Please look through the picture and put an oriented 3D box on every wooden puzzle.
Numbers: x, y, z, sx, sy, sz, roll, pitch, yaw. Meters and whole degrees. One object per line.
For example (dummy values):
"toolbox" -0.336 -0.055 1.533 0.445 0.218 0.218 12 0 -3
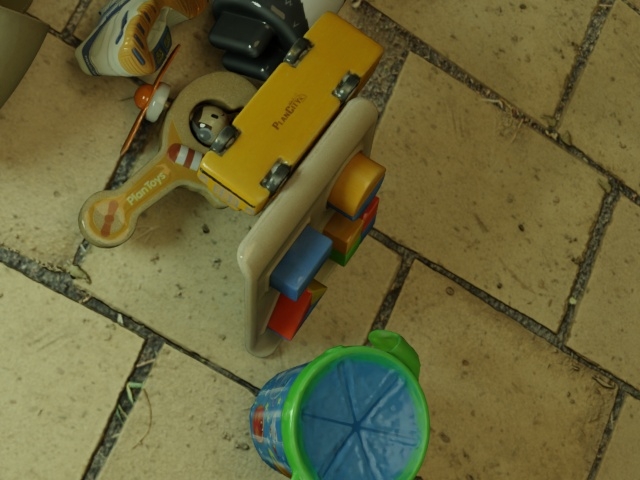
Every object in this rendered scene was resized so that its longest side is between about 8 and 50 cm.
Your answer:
"wooden puzzle" 0.000 0.000 1.847 0.080 0.348 0.322 30 67 15

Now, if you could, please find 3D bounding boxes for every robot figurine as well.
"robot figurine" -0.055 -0.380 1.933 0.173 0.209 0.278 35 70 -6

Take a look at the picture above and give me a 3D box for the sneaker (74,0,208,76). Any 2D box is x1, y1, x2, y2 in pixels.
"sneaker" -0.266 -0.350 1.860 0.296 0.131 0.112 -61 137 -43

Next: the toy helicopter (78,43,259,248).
"toy helicopter" -0.224 -0.128 1.841 0.355 0.140 0.235 -42 99 -25

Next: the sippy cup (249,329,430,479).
"sippy cup" 0.009 0.275 1.866 0.305 0.224 0.240 -11 90 -28

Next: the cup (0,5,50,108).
"cup" -0.545 -0.223 1.606 0.331 0.331 0.237 18 94 -25

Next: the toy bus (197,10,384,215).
"toy bus" -0.043 -0.176 1.774 0.108 0.130 0.333 36 66 2

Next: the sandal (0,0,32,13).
"sandal" -0.470 -0.426 1.746 0.088 0.240 0.079 -29 54 -7
